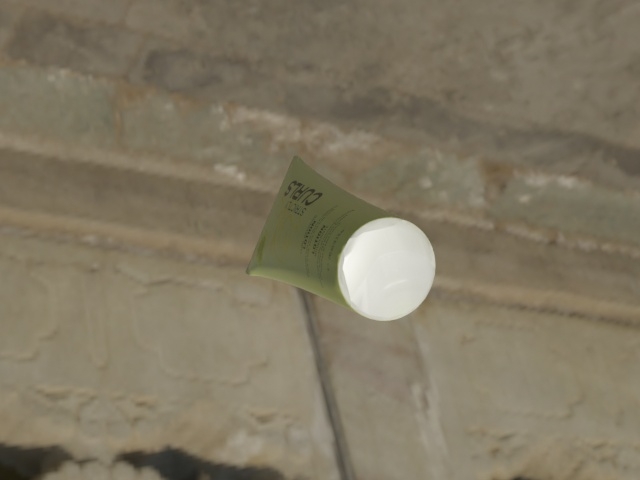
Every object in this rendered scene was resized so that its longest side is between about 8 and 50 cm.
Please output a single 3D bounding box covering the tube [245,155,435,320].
[{"bbox_3d":[0.000,0.000,0.964,0.070,0.240,0.062,-27,106,-12],"label":"tube"}]
